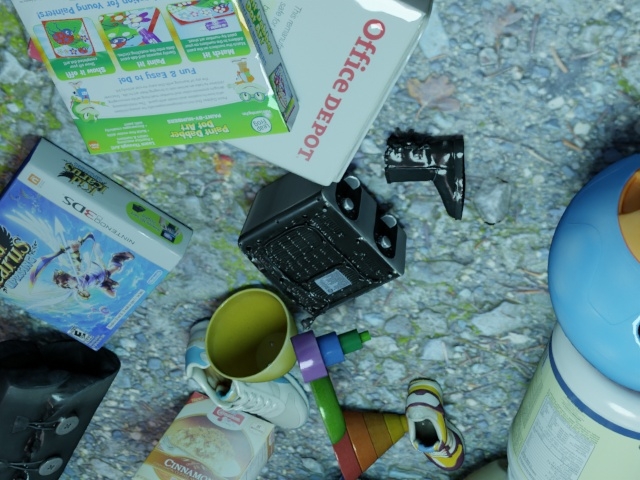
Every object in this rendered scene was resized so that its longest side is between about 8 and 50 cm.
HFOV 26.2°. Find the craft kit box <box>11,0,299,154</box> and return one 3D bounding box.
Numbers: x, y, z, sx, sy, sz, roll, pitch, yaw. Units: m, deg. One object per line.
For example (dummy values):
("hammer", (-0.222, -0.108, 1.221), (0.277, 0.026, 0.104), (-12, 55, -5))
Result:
("craft kit box", (-0.176, -0.210, 1.454), (0.249, 0.061, 0.247), (-4, 128, 20))

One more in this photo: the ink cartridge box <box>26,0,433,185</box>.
("ink cartridge box", (-0.095, -0.266, 1.528), (0.384, 0.160, 0.279), (24, 133, -7))

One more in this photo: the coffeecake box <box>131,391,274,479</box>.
("coffeecake box", (-0.172, 0.334, 2.059), (0.142, 0.185, 0.068), (20, 137, 17))

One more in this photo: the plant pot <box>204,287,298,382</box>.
("plant pot", (-0.082, 0.146, 1.940), (0.134, 0.134, 0.095), (-12, 152, 23))

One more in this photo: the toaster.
("toaster", (0.000, 0.000, 1.782), (0.185, 0.110, 0.168), (-29, 119, 33))

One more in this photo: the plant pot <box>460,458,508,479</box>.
("plant pot", (0.287, 0.437, 2.035), (0.284, 0.284, 0.191), (20, 98, -5))

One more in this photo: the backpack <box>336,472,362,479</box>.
("backpack", (0.027, 0.495, 2.148), (0.213, 0.276, 0.263), (22, 121, -6))

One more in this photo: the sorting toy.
("sorting toy", (0.055, 0.223, 1.959), (0.126, 0.127, 0.365), (-19, 144, -1))

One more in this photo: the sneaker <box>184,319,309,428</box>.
("sneaker", (-0.111, 0.218, 2.023), (0.228, 0.092, 0.087), (39, 127, -23))

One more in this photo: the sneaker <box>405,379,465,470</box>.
("sneaker", (0.164, 0.294, 2.028), (0.069, 0.084, 0.185), (-10, 128, 22))

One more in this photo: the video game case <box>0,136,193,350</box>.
("video game case", (-0.350, 0.014, 1.918), (0.244, 0.061, 0.269), (33, 131, -15))

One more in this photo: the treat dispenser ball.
("treat dispenser ball", (0.408, 0.036, 1.590), (0.288, 0.288, 0.288), (7, 133, 8))

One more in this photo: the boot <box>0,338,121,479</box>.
("boot", (-0.422, 0.342, 2.160), (0.146, 0.367, 0.445), (36, 115, 28))

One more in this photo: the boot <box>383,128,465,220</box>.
("boot", (0.131, -0.081, 1.721), (0.099, 0.045, 0.121), (1, 125, 10))

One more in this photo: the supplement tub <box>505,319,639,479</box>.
("supplement tub", (0.383, 0.243, 1.824), (0.235, 0.235, 0.325), (14, 134, 1))
